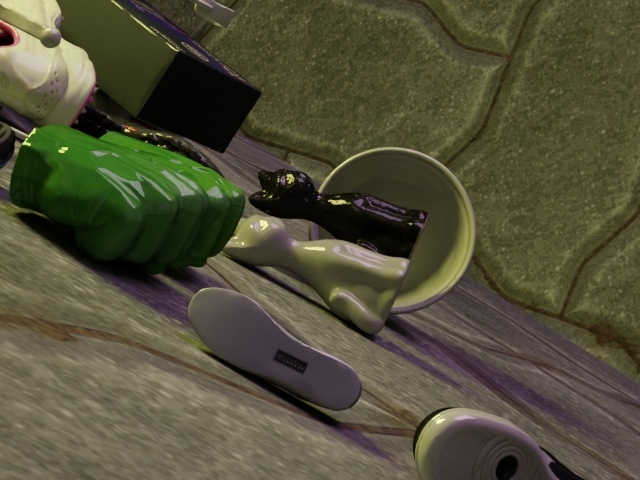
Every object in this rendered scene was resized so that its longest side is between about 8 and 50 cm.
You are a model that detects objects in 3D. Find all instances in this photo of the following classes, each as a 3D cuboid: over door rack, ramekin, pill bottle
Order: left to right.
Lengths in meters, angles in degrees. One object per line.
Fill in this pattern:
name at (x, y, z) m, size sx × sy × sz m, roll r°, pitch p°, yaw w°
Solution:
over door rack at (-0.254, -0.198, 1.452) m, size 0.324 × 0.239 × 0.108 m, roll 25°, pitch 5°, yaw -36°
pill bottle at (-0.251, -0.141, 1.788) m, size 0.086 × 0.086 × 0.152 m, roll 34°, pitch 6°, yaw 42°
ramekin at (0.086, -0.009, 1.782) m, size 0.207 × 0.207 × 0.109 m, roll 30°, pitch -4°, yaw 0°

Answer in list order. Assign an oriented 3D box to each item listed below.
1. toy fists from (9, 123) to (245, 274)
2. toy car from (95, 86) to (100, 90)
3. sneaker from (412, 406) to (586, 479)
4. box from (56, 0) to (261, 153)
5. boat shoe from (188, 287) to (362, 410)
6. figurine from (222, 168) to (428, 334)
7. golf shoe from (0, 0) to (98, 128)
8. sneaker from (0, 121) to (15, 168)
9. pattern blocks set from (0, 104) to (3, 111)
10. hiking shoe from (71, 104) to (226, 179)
toy fists at (-0.154, -0.031, 1.224) m, size 0.142 × 0.096 × 0.279 m, roll 21°, pitch 5°, yaw 11°
toy car at (-0.394, -0.268, 1.892) m, size 0.225 × 0.053 × 0.239 m, roll 33°, pitch 6°, yaw 30°
sneaker at (0.110, 0.160, 0.970) m, size 0.217 × 0.079 × 0.121 m, roll 36°, pitch -3°, yaw -37°
box at (-0.227, -0.233, 1.766) m, size 0.261 × 0.103 × 0.184 m, roll 40°, pitch 13°, yaw 31°
boat shoe at (-0.036, 0.084, 1.043) m, size 0.142 × 0.049 × 0.040 m, roll 32°, pitch -14°, yaw 3°
figurine at (0.000, 0.000, 1.625) m, size 0.209 × 0.092 × 0.215 m, roll 23°, pitch 28°, yaw 2°
golf shoe at (-0.365, -0.236, 1.627) m, size 0.140 × 0.115 × 0.306 m, roll 22°, pitch 16°, yaw -41°
sneaker at (-0.311, -0.106, 1.135) m, size 0.067 × 0.078 × 0.188 m, roll 34°, pitch 6°, yaw 37°
pattern blocks set at (-0.479, -0.214, 1.564) m, size 0.285 × 0.026 × 0.325 m, roll 30°, pitch 5°, yaw -4°
hiking shoe at (-0.191, -0.093, 1.649) m, size 0.227 × 0.086 × 0.114 m, roll 30°, pitch 8°, yaw 12°
